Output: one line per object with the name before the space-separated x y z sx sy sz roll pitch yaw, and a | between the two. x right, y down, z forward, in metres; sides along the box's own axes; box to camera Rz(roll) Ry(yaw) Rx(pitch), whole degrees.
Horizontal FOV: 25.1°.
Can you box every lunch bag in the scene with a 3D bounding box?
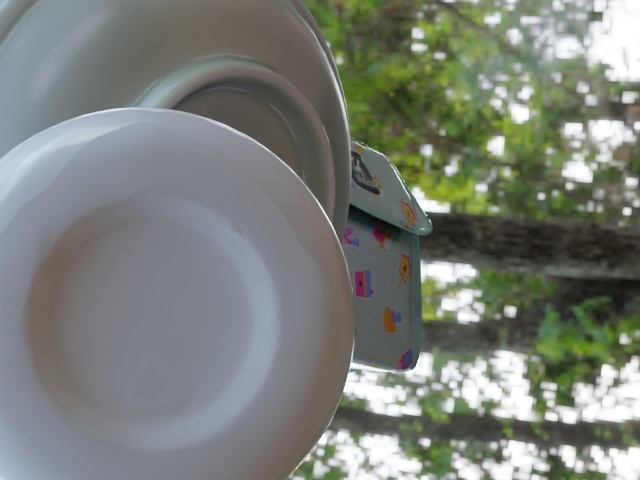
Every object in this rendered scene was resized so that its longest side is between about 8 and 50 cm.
lunch bag | 0.000 0.000 1.517 0.223 0.160 0.262 20 -110 -48

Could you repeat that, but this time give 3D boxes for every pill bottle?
pill bottle | -0.107 0.041 0.728 0.323 0.181 0.181 166 113 -75

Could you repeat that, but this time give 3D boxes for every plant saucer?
plant saucer | -0.096 -0.029 1.065 0.400 0.100 0.400 -14 -70 -42
